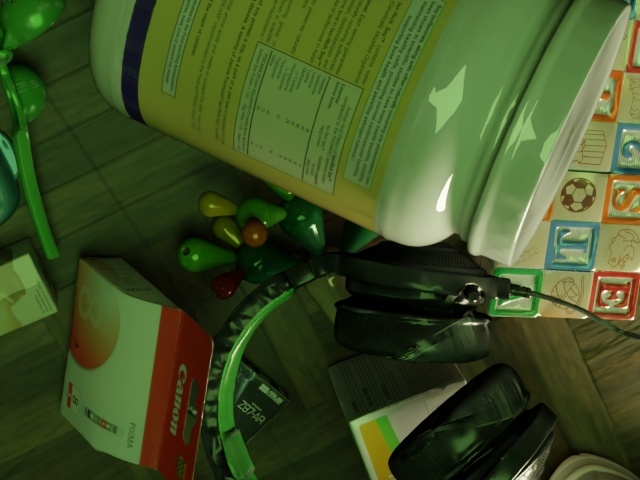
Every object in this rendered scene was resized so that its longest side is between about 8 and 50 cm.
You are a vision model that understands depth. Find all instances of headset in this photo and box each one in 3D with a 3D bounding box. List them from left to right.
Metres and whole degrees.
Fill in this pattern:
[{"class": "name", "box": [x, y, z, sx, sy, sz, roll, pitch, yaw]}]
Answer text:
[{"class": "headset", "box": [0.096, 0.103, 1.330, 0.394, 0.185, 0.243, -22, 89, 5]}]

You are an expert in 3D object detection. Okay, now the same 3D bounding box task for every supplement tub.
[{"class": "supplement tub", "box": [0.029, -0.141, 1.257, 0.331, 0.241, 0.241, 26, 105, 11]}]

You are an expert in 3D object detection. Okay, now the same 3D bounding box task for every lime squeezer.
[{"class": "lime squeezer", "box": [-0.213, -0.138, 1.385, 0.110, 0.059, 0.310, 7, 109, -43]}]

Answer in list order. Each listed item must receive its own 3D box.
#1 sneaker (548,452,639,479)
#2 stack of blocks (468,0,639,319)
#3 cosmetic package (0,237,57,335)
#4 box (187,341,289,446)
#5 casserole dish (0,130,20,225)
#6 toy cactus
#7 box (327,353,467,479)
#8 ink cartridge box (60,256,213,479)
[{"class": "sneaker", "box": [0.332, 0.293, 1.576, 0.281, 0.115, 0.105, 22, 105, -15]}, {"class": "stack of blocks", "box": [0.186, -0.089, 1.434, 0.171, 0.087, 0.297, 2, 109, -9]}, {"class": "cosmetic package", "box": [-0.279, 0.050, 1.438, 0.115, 0.041, 0.060, -24, 111, 0]}, {"class": "box", "box": [-0.079, 0.133, 1.510, 0.083, 0.018, 0.067, 42, 99, -19]}, {"class": "casserole dish", "box": [-0.331, -0.031, 1.405, 0.188, 0.037, 0.114, -24, 111, 2]}, {"class": "toy cactus", "box": [0.000, 0.000, 1.441, 0.219, 0.112, 0.180, -30, 121, -6]}, {"class": "box", "box": [0.093, 0.199, 1.509, 0.103, 0.114, 0.203, -21, 112, -2]}, {"class": "ink cartridge box", "box": [-0.151, 0.111, 1.407, 0.045, 0.179, 0.145, -1, 111, -30]}]
